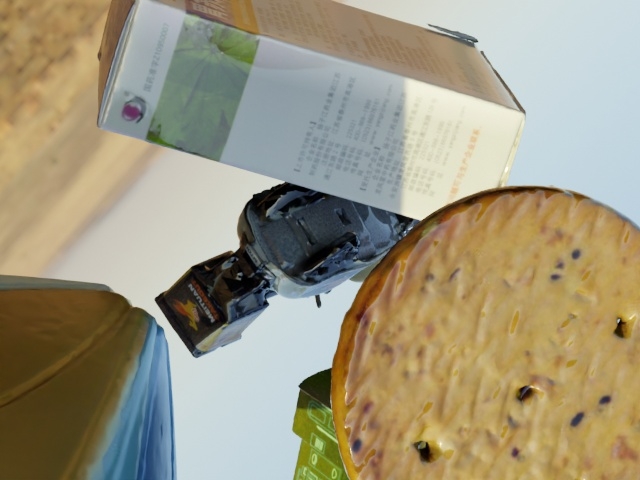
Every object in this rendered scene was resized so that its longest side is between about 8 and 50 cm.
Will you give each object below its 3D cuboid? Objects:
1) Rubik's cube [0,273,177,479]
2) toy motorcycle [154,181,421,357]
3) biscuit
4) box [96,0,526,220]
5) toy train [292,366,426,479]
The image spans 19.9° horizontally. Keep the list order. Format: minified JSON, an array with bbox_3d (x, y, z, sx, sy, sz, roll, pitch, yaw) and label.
[{"bbox_3d":[-0.276,0.236,1.091,0.352,0.347,0.351,-80,171,-61],"label":"Rubik's cube"},{"bbox_3d":[0.000,0.000,1.482,0.157,0.091,0.263,-42,168,36],"label":"toy motorcycle"},{"bbox_3d":[0.092,0.067,0.847,0.188,0.188,0.027,-49,-161,-8],"label":"biscuit"},{"bbox_3d":[-0.014,-0.119,1.381,0.200,0.299,0.106,-107,-147,-69],"label":"box"},{"bbox_3d":[0.032,0.223,1.504,0.090,0.137,0.225,-17,129,-44],"label":"toy train"}]
